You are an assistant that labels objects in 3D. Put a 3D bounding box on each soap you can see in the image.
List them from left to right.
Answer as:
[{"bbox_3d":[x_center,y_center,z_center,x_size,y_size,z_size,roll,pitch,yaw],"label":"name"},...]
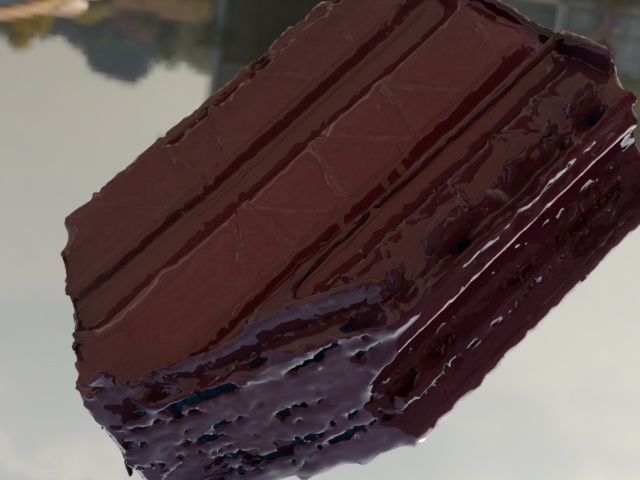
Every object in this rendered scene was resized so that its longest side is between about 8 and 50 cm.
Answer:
[{"bbox_3d":[0.000,0.000,0.719,0.250,0.099,0.162,-41,-129,-16],"label":"soap"}]
